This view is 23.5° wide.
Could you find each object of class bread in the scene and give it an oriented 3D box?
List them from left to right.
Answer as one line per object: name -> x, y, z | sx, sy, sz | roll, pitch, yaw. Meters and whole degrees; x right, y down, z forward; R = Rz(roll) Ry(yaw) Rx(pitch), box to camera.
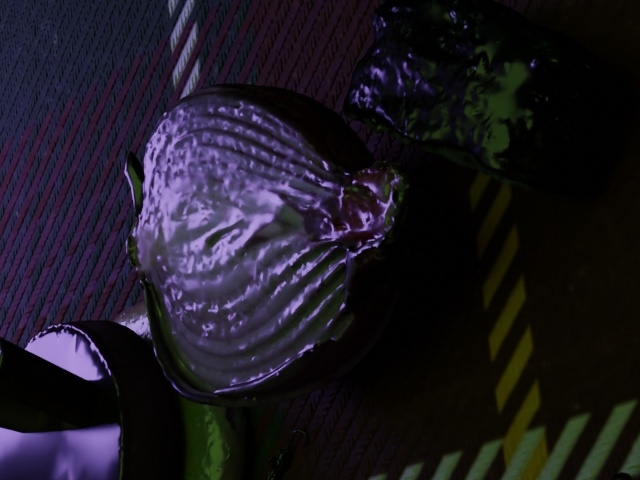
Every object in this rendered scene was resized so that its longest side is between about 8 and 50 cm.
bread -> -0.175, 0.201, 1.468 | 0.301, 0.045, 0.301 | -18, 66, 46

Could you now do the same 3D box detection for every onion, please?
onion -> 0.000, 0.000, 1.244 | 0.348, 0.159, 0.267 | -4, 89, 48

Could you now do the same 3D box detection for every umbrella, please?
umbrella -> -0.045, 0.212, 1.345 | 0.022, 0.013, 0.122 | 39, 108, 23

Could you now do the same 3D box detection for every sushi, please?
sushi -> 0.119, -0.118, 1.171 | 0.225, 0.124, 0.127 | 30, 102, 48

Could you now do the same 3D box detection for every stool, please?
stool -> -0.277, 0.198, 1.415 | 0.272, 0.178, 0.272 | -14, 70, 45

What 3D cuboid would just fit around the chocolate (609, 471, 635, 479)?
chocolate -> 0.193, 0.251, 1.064 | 0.086, 0.028, 0.182 | 38, 109, 38
